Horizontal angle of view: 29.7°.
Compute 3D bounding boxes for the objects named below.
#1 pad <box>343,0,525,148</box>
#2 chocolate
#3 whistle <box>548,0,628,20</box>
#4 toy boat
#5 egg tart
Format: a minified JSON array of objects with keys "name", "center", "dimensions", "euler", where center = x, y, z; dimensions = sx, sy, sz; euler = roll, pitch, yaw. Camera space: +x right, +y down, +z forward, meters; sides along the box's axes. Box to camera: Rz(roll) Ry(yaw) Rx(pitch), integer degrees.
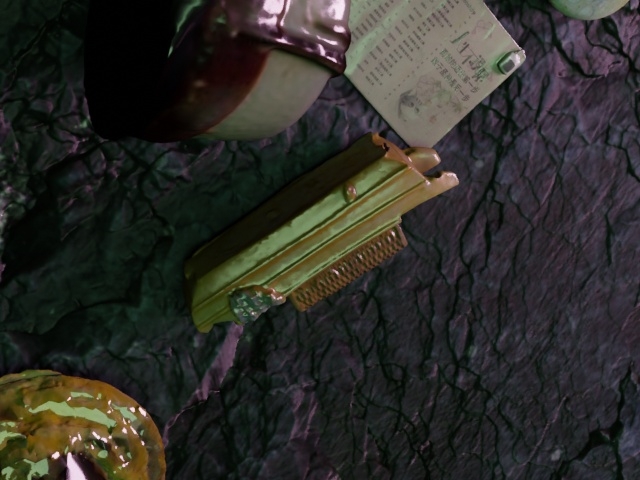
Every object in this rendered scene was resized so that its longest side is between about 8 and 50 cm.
[{"name":"pad","center":[0.084,-0.221,1.225],"dimensions":[0.159,0.009,0.265],"euler":[-43,119,3]},{"name":"chocolate","center":[-0.077,-0.205,1.033],"dimensions":[0.186,0.283,0.284],"euler":[9,109,-24]},{"name":"whistle","center":[0.238,-0.301,1.224],"dimensions":[0.198,0.057,0.104],"euler":[29,116,-20]},{"name":"toy boat","center":[0.000,0.000,1.246],"dimensions":[0.310,0.089,0.115],"euler":[-35,122,-2]},{"name":"egg tart","center":[-0.303,0.265,1.242],"dimensions":[0.297,0.132,0.297],"euler":[-6,118,-11]}]
